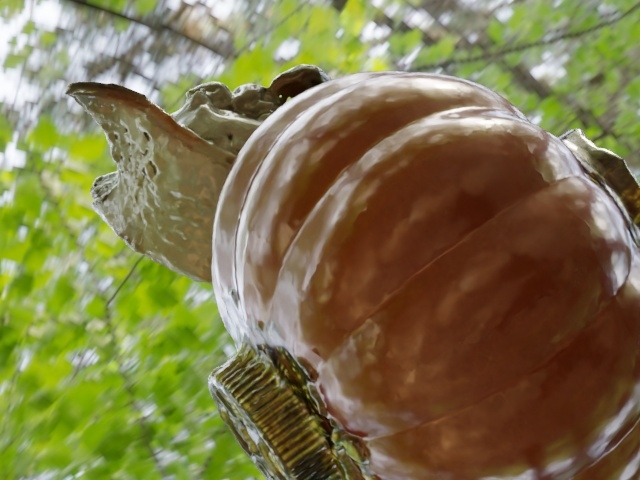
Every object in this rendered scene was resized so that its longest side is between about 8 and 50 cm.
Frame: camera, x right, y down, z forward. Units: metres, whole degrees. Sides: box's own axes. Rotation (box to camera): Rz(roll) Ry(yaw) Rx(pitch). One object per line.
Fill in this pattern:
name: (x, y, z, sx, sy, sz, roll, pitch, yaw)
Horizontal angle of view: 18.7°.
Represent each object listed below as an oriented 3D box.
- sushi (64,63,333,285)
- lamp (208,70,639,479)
sushi: (0.000, -0.016, 1.010, 0.273, 0.109, 0.134, 18, -60, -30)
lamp: (0.051, 0.032, 0.825, 0.196, 0.223, 0.223, -34, -92, -14)
